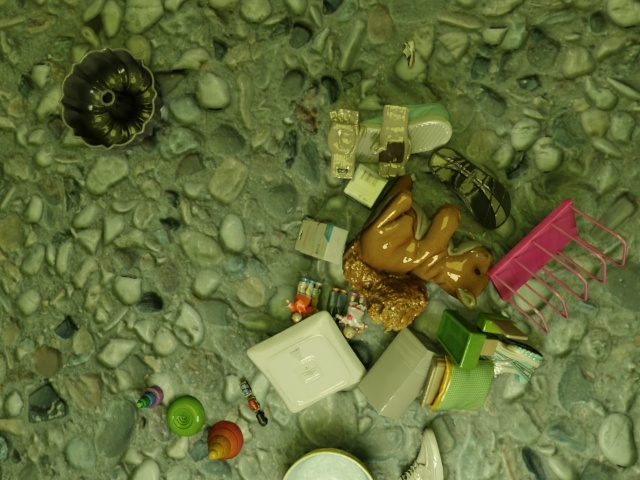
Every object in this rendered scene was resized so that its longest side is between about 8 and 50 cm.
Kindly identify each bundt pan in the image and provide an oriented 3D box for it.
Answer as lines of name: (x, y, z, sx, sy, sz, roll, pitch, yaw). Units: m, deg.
bundt pan: (-0.660, -0.445, 1.520, 0.330, 0.124, 0.331, 0, 88, 7)

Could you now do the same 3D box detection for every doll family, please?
doll family: (0.012, 0.219, 1.426, 0.262, 0.118, 0.163, 17, 83, -10)

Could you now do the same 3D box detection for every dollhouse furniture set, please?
dollhouse furniture set: (0.400, 0.351, 1.219, 0.197, 0.151, 0.302, 9, 105, -14)

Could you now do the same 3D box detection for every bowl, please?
bowl: (0.032, 0.735, 1.365, 0.289, 0.156, 0.290, 0, 87, 7)

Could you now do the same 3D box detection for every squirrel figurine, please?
squirrel figurine: (0.276, 0.068, 1.339, 0.370, 0.281, 0.397, 37, 102, -3)

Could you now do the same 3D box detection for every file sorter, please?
file sorter: (0.640, 0.081, 1.260, 0.290, 0.202, 0.182, -44, 50, 4)

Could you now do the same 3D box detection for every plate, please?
plate: (-0.036, 0.375, 1.385, 0.277, 0.045, 0.278, -28, 111, 8)

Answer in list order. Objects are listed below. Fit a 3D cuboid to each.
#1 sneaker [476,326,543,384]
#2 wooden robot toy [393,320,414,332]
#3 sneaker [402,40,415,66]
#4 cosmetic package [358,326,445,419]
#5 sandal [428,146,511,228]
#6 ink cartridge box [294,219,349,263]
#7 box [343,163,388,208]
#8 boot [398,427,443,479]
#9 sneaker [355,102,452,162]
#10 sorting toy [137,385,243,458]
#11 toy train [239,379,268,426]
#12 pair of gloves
sneaker: (0.487, 0.332, 1.350, 0.283, 0.110, 0.122, 20, 94, 8)
wooden robot toy: (0.234, 0.238, 1.399, 0.076, 0.079, 0.173, -32, 85, 5)
sneaker: (0.274, -0.578, 1.456, 0.037, 0.032, 0.083, 1, 83, 21)
cosmetic package: (0.232, 0.382, 1.348, 0.107, 0.127, 0.238, 27, 103, -36)
sandal: (0.443, -0.163, 1.379, 0.303, 0.086, 0.120, 45, 99, -4)
ink cartridge box: (0.000, 0.000, 1.420, 0.061, 0.181, 0.104, 17, 90, -33)
box: (0.139, -0.160, 1.423, 0.101, 0.087, 0.102, 33, 93, 7)
boot: (0.288, 0.685, 1.364, 0.123, 0.095, 0.258, -6, 88, 0)
sneaker: (0.213, -0.336, 1.423, 0.365, 0.135, 0.150, -1, 45, 18)
sorting toy: (-0.418, 0.575, 1.446, 0.365, 0.126, 0.127, 29, 92, 7)
toy train: (-0.212, 0.511, 1.465, 0.027, 0.036, 0.158, -30, 84, 5)
pair of gloves: (0.140, -0.280, 1.342, 0.240, 0.042, 0.204, -1, 107, 11)
